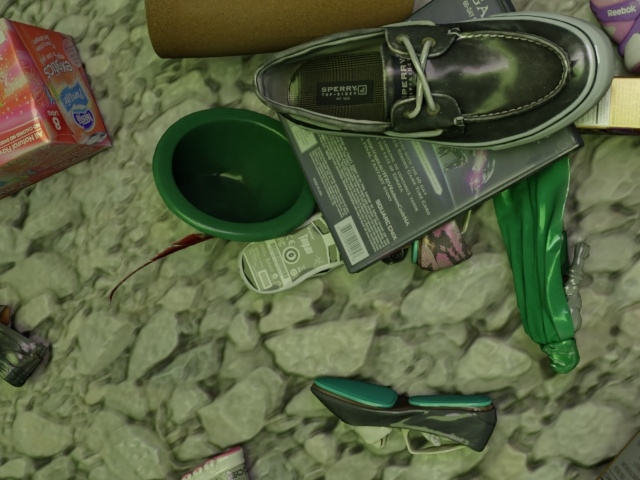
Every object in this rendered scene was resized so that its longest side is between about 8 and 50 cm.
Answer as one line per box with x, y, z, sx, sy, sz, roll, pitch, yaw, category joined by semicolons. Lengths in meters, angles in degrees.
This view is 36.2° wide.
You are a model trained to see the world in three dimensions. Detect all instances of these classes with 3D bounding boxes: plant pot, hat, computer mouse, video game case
-0.028;-0.289;0.988;0.254;0.237;0.237;7;95;3;plant pot
-0.121;-0.031;1.116;0.209;0.183;0.173;8;57;-12;hat
0.000;0.000;1.077;0.193;0.042;0.106;-21;91;11;computer mouse
0.096;-0.112;0.967;0.274;0.026;0.196;-31;77;30;video game case

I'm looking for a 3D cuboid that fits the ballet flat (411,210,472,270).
0.121;-0.080;1.021;0.079;0.077;0.221;-8;87;-1;ballet flat

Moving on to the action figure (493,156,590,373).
0.224;0.017;0.976;0.064;0.137;0.232;-6;86;-21;action figure

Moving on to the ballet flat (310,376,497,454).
0.085;0.192;1.047;0.203;0.074;0.074;5;94;14;ballet flat

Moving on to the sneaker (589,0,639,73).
0.348;-0.278;0.933;0.104;0.095;0.236;46;105;18;sneaker

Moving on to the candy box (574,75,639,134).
0.290;-0.128;0.945;0.187;0.109;0.053;5;94;17;candy box

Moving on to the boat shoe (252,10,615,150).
0.087;-0.136;0.883;0.335;0.119;0.121;-3;92;34;boat shoe

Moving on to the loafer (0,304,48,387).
-0.406;0.102;1.201;0.170;0.062;0.061;43;82;7;loafer

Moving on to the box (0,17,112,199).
-0.421;-0.121;1.143;0.300;0.142;0.154;-21;87;17;box

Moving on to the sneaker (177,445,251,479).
-0.144;0.309;1.123;0.170;0.063;0.074;-35;77;11;sneaker

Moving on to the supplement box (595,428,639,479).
0.407;0.193;0.855;0.195;0.194;0.356;40;94;11;supplement box
